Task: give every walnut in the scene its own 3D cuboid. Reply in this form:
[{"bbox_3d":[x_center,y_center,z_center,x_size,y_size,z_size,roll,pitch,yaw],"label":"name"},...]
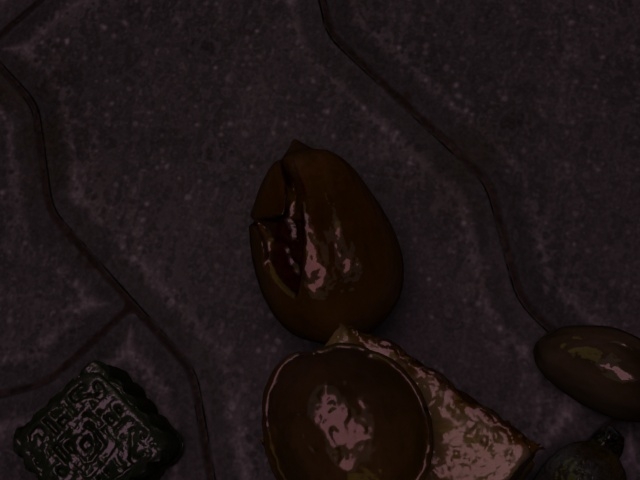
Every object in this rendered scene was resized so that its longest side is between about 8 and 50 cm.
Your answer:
[{"bbox_3d":[0.000,0.000,1.559,0.203,0.203,0.297,-16,69,3],"label":"walnut"}]

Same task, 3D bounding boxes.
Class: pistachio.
[{"bbox_3d":[0.370,0.168,1.499,0.186,0.126,0.108,26,36,18],"label":"pistachio"}]

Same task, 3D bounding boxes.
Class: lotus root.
[{"bbox_3d":[0.328,0.322,1.464,0.113,0.088,0.192,31,80,22],"label":"lotus root"}]

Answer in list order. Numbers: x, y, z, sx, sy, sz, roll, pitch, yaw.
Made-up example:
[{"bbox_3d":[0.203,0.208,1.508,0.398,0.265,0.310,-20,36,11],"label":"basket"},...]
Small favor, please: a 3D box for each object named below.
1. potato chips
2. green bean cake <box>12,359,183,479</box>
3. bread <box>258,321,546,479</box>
[{"bbox_3d":[0.027,0.215,1.274,0.208,0.062,0.195,30,76,20],"label":"potato chips"},{"bbox_3d":[-0.305,0.276,1.564,0.181,0.094,0.173,-41,73,-4],"label":"green bean cake"},{"bbox_3d":[0.100,0.265,1.418,0.279,0.279,0.207,35,83,14],"label":"bread"}]
